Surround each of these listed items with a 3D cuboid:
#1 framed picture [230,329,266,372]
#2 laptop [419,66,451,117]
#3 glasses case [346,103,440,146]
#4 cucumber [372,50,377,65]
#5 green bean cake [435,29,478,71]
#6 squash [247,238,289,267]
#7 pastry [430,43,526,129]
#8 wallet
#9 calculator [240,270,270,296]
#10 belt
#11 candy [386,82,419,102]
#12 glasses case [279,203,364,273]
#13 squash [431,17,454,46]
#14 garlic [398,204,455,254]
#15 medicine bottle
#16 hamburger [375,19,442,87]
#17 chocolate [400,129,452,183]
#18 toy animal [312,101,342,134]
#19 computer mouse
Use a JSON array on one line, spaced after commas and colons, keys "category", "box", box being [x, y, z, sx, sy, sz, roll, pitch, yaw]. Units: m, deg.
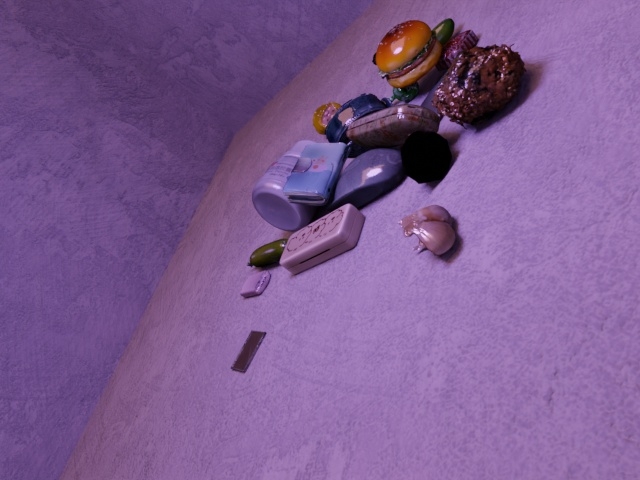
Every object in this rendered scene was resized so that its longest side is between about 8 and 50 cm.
[{"category": "framed picture", "box": [-0.241, 0.368, 1.871, 0.109, 0.011, 0.149, -10, 47, 59]}, {"category": "laptop", "box": [0.408, -0.491, 1.886, 0.269, 0.015, 0.188, -55, 23, -7]}, {"category": "glasses case", "box": [0.219, -0.353, 1.767, 0.425, 0.157, 0.097, -172, 94, -70]}, {"category": "cucumber", "box": [0.310, -0.800, 2.448, 0.081, 0.072, 0.303, -49, 24, 3]}, {"category": "green bean cake", "box": [0.470, -0.667, 1.960, 0.135, 0.056, 0.135, -6, 44, 57]}, {"category": "squash", "box": [-0.204, 0.056, 2.164, 0.332, 0.087, 0.087, -21, 38, 53]}, {"category": "pastry", "box": [0.427, -0.448, 1.561, 0.275, 0.193, 0.274, -43, 24, 25]}, {"category": "wallet", "box": [-0.014, -0.235, 1.938, 0.176, 0.075, 0.250, 5, 54, 29]}, {"category": "calculator", "box": [-0.253, 0.168, 2.156, 0.175, 0.032, 0.100, -18, 40, 54]}, {"category": "belt", "box": [0.150, -0.415, 2.025, 0.267, 0.206, 0.116, -41, 58, 14]}, {"category": "candy", "box": [0.268, -0.544, 2.173, 0.097, 0.097, 0.323, -62, 17, -21]}, {"category": "glasses case", "box": [0.000, 0.000, 1.866, 0.336, 0.076, 0.144, -28, 33, 45]}, {"category": "squash", "box": [0.405, -0.725, 2.148, 0.292, 0.082, 0.082, -44, 24, 23]}, {"category": "garlic", "box": [0.272, -0.020, 1.377, 0.124, 0.099, 0.174, -27, 33, 10]}, {"category": "medicine bottle", "box": [-0.091, -0.213, 2.132, 0.245, 0.245, 0.306, -21, 29, 51]}, {"category": "hamburger", "box": [0.294, -0.666, 1.966, 0.246, 0.170, 0.246, -31, 32, 23]}, {"category": "chocolate", "box": [0.295, -0.238, 1.623, 0.156, 0.156, 0.133, -53, 1, -1]}, {"category": "toy animal", "box": [0.046, -0.538, 2.500, 0.156, 0.156, 0.230, -54, 33, -4]}, {"category": "computer mouse", "box": [0.133, -0.208, 1.869, 0.374, 0.114, 0.203, -27, 34, 47]}]
